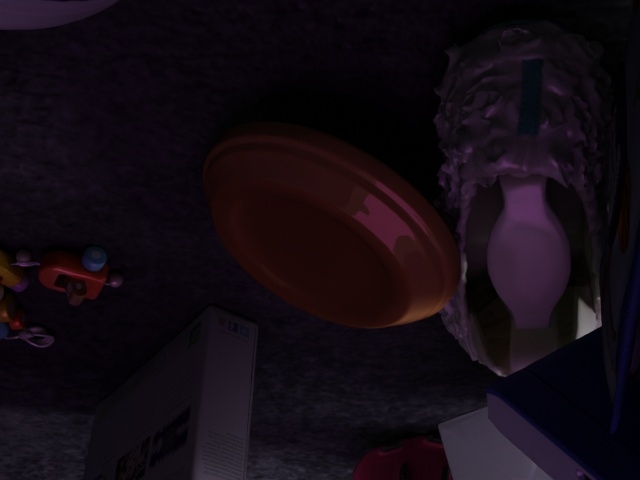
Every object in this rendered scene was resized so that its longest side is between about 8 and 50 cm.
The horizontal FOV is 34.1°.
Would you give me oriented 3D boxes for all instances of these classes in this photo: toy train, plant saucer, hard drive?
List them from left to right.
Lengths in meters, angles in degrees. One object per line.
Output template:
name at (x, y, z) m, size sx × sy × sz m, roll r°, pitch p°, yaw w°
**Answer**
toy train at (-0.246, 0.056, 0.868) m, size 0.125 × 0.046 × 0.166 m, roll 20°, pitch 138°, yaw -24°
plant saucer at (0.000, 0.000, 0.732) m, size 0.200 × 0.037 × 0.200 m, roll 23°, pitch 150°, yaw 14°
hard drive at (0.301, 0.093, 0.679) m, size 0.319 × 0.210 × 0.040 m, roll -24°, pitch 126°, yaw -21°

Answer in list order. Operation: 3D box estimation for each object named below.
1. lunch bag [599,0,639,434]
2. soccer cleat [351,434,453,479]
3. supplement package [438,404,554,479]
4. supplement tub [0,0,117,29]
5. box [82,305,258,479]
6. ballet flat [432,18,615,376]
lunch bag at (0.267, -0.002, 0.494) m, size 0.239 × 0.385 × 0.327 m, roll -19°, pitch 133°, yaw -11°
soccer cleat at (0.198, 0.282, 1.112) m, size 0.331 × 0.116 × 0.143 m, roll 0°, pitch 143°, yaw -1°
supplement package at (0.243, 0.226, 0.915) m, size 0.203 × 0.194 × 0.149 m, roll 3°, pitch 157°, yaw -45°
supplement tub at (-0.059, -0.242, 0.316) m, size 0.235 × 0.235 × 0.325 m, roll 31°, pitch 133°, yaw -34°
box at (-0.145, 0.244, 0.891) m, size 0.059 × 0.322 × 0.232 m, roll 26°, pitch 137°, yaw -25°
ballet flat at (0.143, 0.023, 0.757) m, size 0.147 × 0.147 × 0.409 m, roll -7°, pitch 143°, yaw 10°
